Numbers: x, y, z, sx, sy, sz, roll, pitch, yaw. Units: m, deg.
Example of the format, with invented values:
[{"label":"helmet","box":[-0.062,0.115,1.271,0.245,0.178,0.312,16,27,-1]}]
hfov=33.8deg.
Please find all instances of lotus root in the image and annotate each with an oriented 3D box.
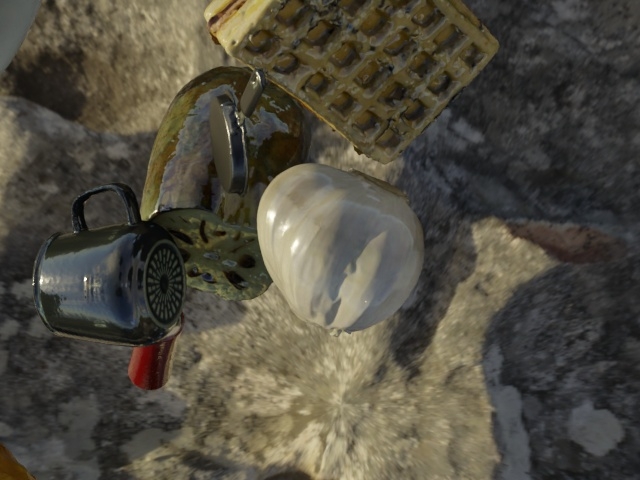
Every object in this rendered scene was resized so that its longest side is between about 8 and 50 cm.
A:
[{"label":"lotus root","box":[-0.138,-0.107,1.586,0.250,0.250,0.346,12,58,3]}]

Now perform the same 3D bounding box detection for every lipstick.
[{"label":"lipstick","box":[-0.278,0.177,1.768,0.080,0.241,0.080,6,61,-12]}]

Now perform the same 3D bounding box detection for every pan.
[{"label":"pan","box":[-0.104,-0.140,1.278,0.028,0.235,0.136,-9,70,-19]}]

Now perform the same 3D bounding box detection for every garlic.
[{"label":"garlic","box":[0.000,0.000,1.124,0.229,0.143,0.178,27,91,47]}]

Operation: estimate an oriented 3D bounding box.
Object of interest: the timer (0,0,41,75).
[{"label":"timer","box":[-0.231,-0.152,0.538,0.240,0.233,0.233,26,82,25]}]

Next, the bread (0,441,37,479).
[{"label":"bread","box":[-0.320,0.243,0.575,0.394,0.250,0.361,-21,36,-35]}]

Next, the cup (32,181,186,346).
[{"label":"cup","box":[-0.287,0.033,1.419,0.176,0.169,0.223,-2,102,23]}]

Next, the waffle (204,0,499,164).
[{"label":"waffle","box":[0.046,-0.277,1.417,0.261,0.376,0.114,-46,49,13]}]
